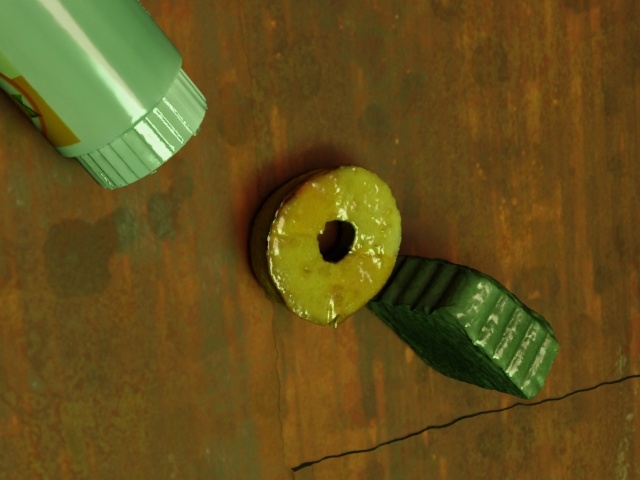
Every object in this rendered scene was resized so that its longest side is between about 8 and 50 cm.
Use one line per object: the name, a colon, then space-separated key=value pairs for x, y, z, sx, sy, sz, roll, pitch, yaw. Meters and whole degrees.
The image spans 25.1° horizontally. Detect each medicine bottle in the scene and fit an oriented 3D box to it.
medicine bottle: x=-0.254 y=-0.205 z=1.369 sx=0.158 sy=0.158 sz=0.318 roll=-48 pitch=119 yaw=-18

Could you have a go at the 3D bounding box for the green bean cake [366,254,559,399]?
green bean cake: x=0.162 y=0.094 z=1.664 sx=0.185 sy=0.183 sz=0.094 roll=38 pitch=75 yaw=-35

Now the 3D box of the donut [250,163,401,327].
donut: x=0.000 y=0.001 z=1.617 sx=0.190 sy=0.074 sz=0.174 roll=-49 pitch=118 yaw=-22
